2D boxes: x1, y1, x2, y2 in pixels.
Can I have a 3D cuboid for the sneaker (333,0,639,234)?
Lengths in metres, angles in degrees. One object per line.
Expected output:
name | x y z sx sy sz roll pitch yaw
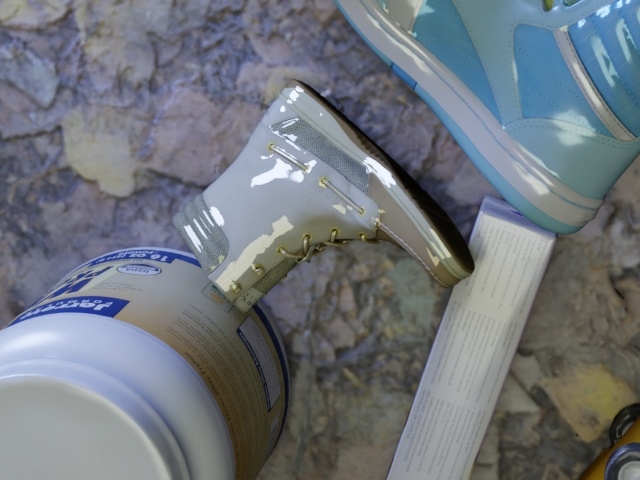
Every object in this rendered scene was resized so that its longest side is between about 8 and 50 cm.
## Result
sneaker | 0.145 -0.184 1.375 0.319 0.127 0.208 49 115 10

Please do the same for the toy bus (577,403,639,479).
toy bus | 0.213 0.276 1.508 0.130 0.108 0.332 38 107 0

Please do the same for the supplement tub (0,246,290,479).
supplement tub | -0.160 0.145 1.440 0.228 0.316 0.228 2 104 10

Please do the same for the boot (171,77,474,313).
boot | 0.000 0.000 1.466 0.165 0.077 0.213 -47 69 7

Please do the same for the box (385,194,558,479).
box | 0.108 0.126 1.516 0.067 0.063 0.324 18 106 5
